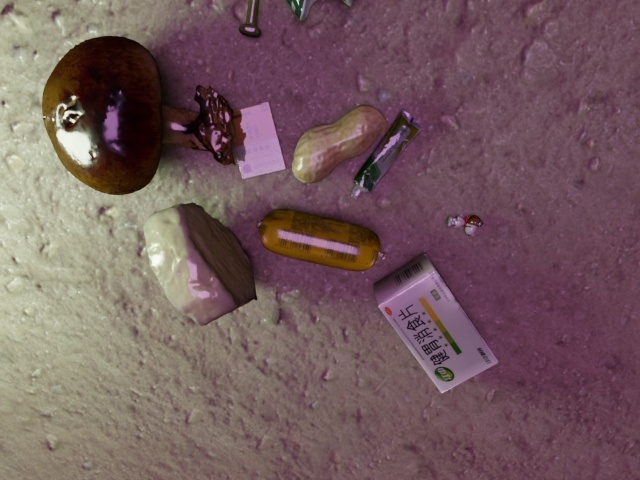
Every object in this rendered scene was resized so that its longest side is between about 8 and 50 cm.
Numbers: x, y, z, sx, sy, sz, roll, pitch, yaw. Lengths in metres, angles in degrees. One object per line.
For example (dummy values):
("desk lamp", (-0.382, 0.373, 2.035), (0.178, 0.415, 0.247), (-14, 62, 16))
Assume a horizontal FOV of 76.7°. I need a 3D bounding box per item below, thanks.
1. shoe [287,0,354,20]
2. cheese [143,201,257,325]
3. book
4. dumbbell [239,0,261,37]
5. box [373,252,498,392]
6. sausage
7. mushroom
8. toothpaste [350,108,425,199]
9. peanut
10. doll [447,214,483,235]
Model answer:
("shoe", (0.076, -0.609, 0.866), (0.363, 0.131, 0.160), (-21, 103, 11))
("cheese", (-0.269, 0.056, 0.956), (0.115, 0.326, 0.318), (-31, 138, 8))
("book", (-0.165, -0.251, 1.028), (0.118, 0.012, 0.172), (-13, 105, 4))
("dumbbell", (-0.156, -0.534, 0.932), (0.052, 0.046, 0.117), (9, 106, -7))
("box", (0.302, 0.221, 1.079), (0.173, 0.145, 0.332), (-34, 102, 12))
("sausage", (0.000, 0.000, 1.035), (0.348, 0.123, 0.123), (13, 105, -2))
("mushroom", (-0.426, -0.293, 0.933), (0.334, 0.356, 0.330), (9, 121, 42))
("toothpaste", (0.158, -0.207, 1.017), (0.078, 0.047, 0.247), (35, 101, -12))
("peanut", (0.036, -0.238, 0.975), (0.257, 0.123, 0.123), (-34, 102, 7))
("doll", (0.378, -0.048, 1.059), (0.085, 0.040, 0.058), (28, 114, -7))
